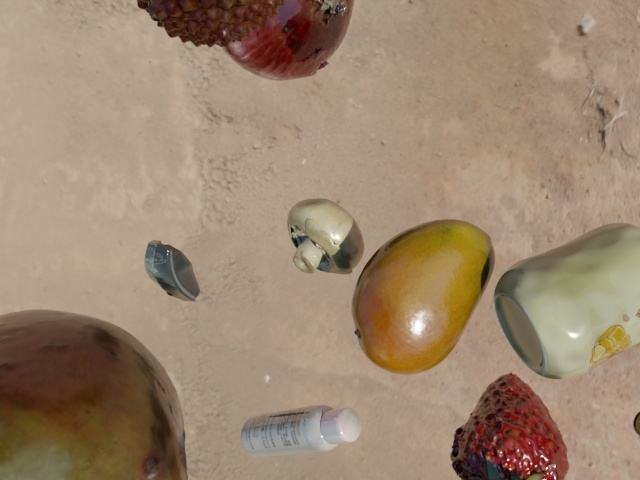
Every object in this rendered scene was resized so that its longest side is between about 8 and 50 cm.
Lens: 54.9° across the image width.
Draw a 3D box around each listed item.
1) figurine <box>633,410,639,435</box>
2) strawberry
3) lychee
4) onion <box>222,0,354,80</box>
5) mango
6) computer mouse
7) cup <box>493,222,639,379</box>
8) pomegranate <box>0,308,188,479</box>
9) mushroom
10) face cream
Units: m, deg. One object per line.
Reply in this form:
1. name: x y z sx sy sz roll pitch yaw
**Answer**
1. figurine: 0.643 0.230 1.073 0.271 0.143 0.143 -40 86 0
2. strawberry: 0.354 0.363 1.150 0.205 0.244 0.205 9 134 9
3. lychee: -0.061 -0.179 0.359 0.123 0.123 0.129 13 115 23
4. onion: -0.055 -0.497 1.242 0.285 0.348 0.347 22 118 47
5. mango: 0.146 0.075 0.923 0.176 0.139 0.254 30 85 -12
6. computer mouse: -0.385 0.090 1.556 0.126 0.071 0.231 20 143 20
7. cup: 0.363 0.091 0.902 0.202 0.255 0.173 -24 84 -5
8. pomegranate: -0.246 0.221 0.519 0.291 0.291 0.323 11 121 24
9. mushroom: 0.000 0.000 1.070 0.154 0.122 0.154 36 159 16
10. face cream: -0.037 0.341 1.104 0.269 0.082 0.082 -23 96 44
